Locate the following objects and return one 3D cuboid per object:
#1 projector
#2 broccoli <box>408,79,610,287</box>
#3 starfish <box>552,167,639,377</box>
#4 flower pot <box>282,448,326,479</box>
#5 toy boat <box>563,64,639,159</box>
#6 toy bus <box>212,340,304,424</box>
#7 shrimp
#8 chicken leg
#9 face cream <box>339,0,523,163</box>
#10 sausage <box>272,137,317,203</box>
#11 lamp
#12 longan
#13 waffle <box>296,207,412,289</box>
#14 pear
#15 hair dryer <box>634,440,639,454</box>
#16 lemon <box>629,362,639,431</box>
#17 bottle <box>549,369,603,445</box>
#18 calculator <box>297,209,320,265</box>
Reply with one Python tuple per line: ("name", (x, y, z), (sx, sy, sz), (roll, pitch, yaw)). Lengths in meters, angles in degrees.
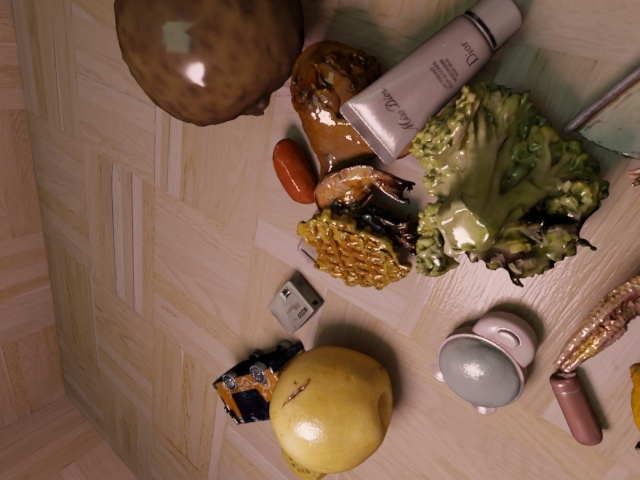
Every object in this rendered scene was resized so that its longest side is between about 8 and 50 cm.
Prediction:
("projector", (-0.074, 0.187, 1.153), (0.115, 0.061, 0.147), (48, 128, 11))
("broccoli", (0.280, -0.073, 0.642), (0.294, 0.281, 0.347), (5, 124, 37))
("starfish", (0.545, 0.041, 0.546), (0.399, 0.132, 0.383), (-5, 129, 22))
("flower pot", (-0.006, 0.593, 1.177), (0.195, 0.179, 0.195), (14, 115, 31))
("toy boat", (0.545, -0.218, 0.523), (0.276, 0.111, 0.293), (39, 137, 23))
("toy bus", (-0.174, 0.457, 1.267), (0.324, 0.162, 0.194), (-29, 91, 38))
("shrimp", (0.128, -0.076, 0.835), (0.290, 0.075, 0.178), (24, 141, 11))
("chicken leg", (0.077, -0.196, 0.853), (0.296, 0.182, 0.409), (12, 122, 17))
("face cream", (0.193, -0.287, 0.699), (0.314, 0.089, 0.143), (-40, 110, 18))
("sausage", (-0.063, -0.167, 1.002), (0.089, 0.089, 0.179), (-16, 106, 40))
("lamp", (0.344, 0.256, 0.836), (0.180, 0.108, 0.245), (35, 124, 17))
("longan", (-0.220, -0.438, 0.840), (0.392, 0.391, 0.390), (14, 114, 33))
("waffle", (0.061, 0.029, 0.916), (0.291, 0.051, 0.291), (23, 153, 13))
("pear", (0.033, 0.420, 1.015), (0.310, 0.309, 0.308), (14, 114, 33))
("hair dryer", (0.666, 0.394, 0.687), (0.167, 0.068, 0.199), (42, 116, 24))
("lemon", (0.598, 0.280, 0.602), (0.257, 0.188, 0.188), (42, 127, 25))
("bottle", (0.498, 0.324, 0.779), (0.053, 0.053, 0.140), (-22, 93, 40))
("calculator", (0.000, 0.000, 1.048), (0.100, 0.032, 0.175), (42, 127, 17))
